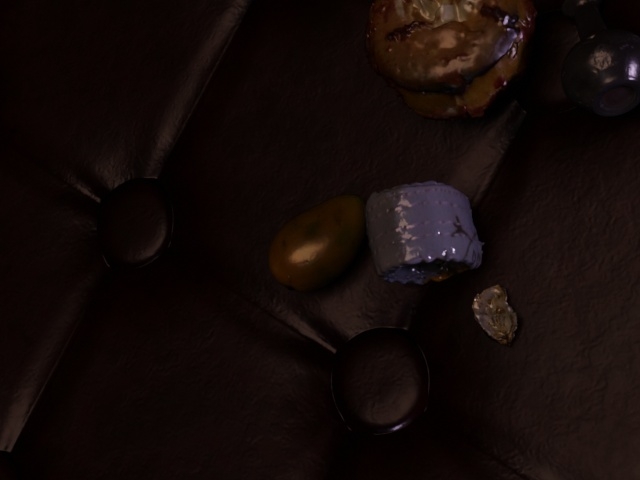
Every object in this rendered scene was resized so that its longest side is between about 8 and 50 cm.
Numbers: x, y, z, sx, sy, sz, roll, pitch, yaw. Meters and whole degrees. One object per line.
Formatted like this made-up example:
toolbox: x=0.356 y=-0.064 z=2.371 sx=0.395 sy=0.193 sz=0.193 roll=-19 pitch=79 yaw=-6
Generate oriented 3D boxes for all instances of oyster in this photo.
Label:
oyster: x=0.235 y=0.103 z=1.600 sx=0.054 sy=0.019 sz=0.083 roll=-29 pitch=65 yaw=17

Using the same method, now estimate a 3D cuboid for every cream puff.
cream puff: x=0.181 y=-0.272 z=1.632 sx=0.240 sy=0.164 sz=0.240 roll=-10 pitch=61 yaw=18

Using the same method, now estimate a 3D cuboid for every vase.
vase: x=0.363 y=-0.251 z=1.570 sx=0.120 sy=0.120 sz=0.183 roll=-25 pitch=51 yaw=20

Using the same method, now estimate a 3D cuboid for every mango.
mango: x=0.000 y=0.005 z=1.703 sx=0.163 sy=0.089 sz=0.111 roll=-30 pitch=66 yaw=10

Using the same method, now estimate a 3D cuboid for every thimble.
thimble: x=0.134 y=-0.010 z=1.600 sx=0.127 sy=0.151 sz=0.118 roll=-21 pitch=70 yaw=35
